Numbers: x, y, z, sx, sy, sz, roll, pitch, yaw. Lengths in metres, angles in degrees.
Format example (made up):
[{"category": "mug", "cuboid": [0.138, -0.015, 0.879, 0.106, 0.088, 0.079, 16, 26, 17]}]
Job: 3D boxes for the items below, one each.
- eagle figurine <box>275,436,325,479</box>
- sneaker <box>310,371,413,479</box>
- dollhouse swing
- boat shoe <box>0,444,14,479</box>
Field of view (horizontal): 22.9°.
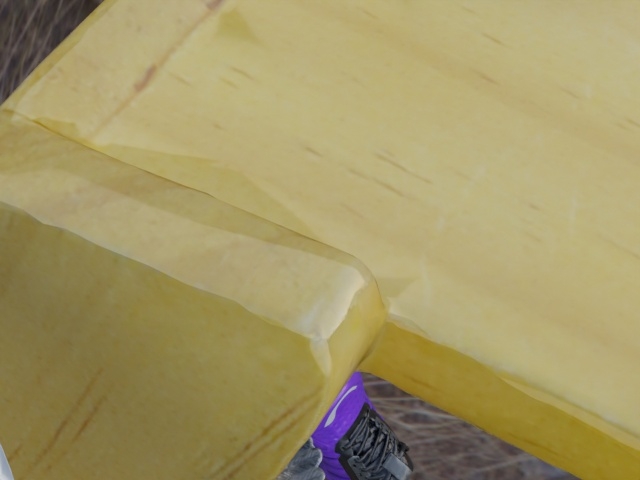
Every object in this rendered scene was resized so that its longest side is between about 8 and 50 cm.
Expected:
[{"category": "eagle figurine", "cuboid": [-0.134, 0.312, 1.528, 0.225, 0.226, 0.298, 14, 112, -49]}, {"category": "sneaker", "cuboid": [0.048, 0.233, 1.870, 0.146, 0.293, 0.102, 37, 74, 18]}, {"category": "dollhouse swing", "cuboid": [0.082, 0.001, 0.548, 0.305, 0.315, 0.347, 34, 52, 2]}, {"category": "boat shoe", "cuboid": [-0.103, 0.173, 0.335, 0.113, 0.105, 0.306, -16, 91, -37]}]
